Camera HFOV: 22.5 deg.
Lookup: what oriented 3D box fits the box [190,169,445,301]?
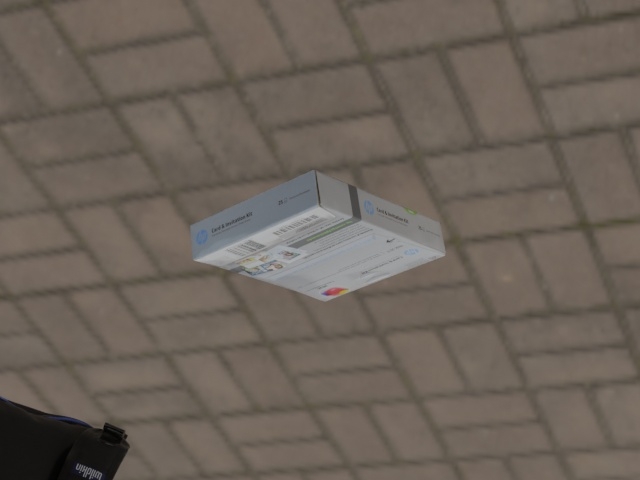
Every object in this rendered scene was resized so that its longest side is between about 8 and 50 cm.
[{"bbox_3d":[0.000,0.000,1.427,0.145,0.038,0.186,-23,152,34],"label":"box"}]

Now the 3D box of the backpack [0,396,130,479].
[{"bbox_3d":[-0.365,0.313,1.745,0.276,0.263,0.213,17,133,-22],"label":"backpack"}]
